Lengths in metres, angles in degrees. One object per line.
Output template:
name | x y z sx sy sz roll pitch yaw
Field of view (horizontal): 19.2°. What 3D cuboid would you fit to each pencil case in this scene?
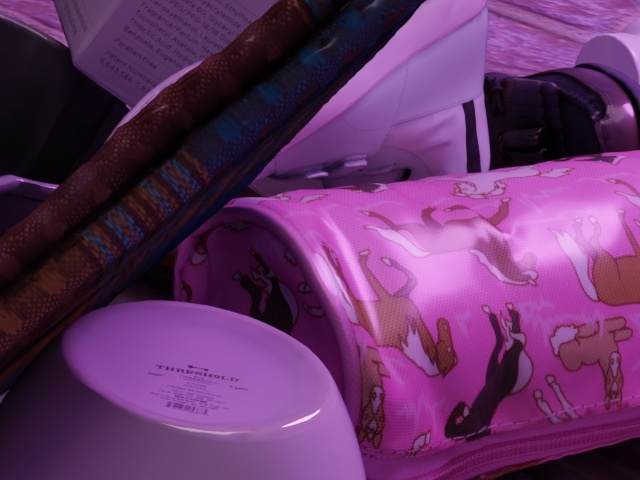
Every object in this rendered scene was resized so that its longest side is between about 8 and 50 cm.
pencil case | 0.108 0.040 0.956 0.386 0.160 0.167 -7 6 -35

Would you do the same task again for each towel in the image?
towel | -0.095 0.011 0.665 0.040 0.271 0.370 49 -10 -2

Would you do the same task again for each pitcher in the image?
pitcher | -0.031 0.133 0.604 0.178 0.207 0.125 10 23 -5

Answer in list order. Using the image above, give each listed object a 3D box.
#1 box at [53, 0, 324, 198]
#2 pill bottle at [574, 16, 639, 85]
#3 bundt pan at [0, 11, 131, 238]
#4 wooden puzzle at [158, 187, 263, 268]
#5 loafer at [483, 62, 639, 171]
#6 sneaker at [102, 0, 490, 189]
box | -0.052 -0.125 1.137 0.182 0.119 0.181 34 10 -21
pill bottle | 0.293 -0.130 1.507 0.184 0.103 0.103 -7 28 -35
bundt pan | -0.260 -0.056 1.010 0.331 0.124 0.331 22 19 -8
wooden puzzle | 0.000 0.000 1.160 0.221 0.044 0.238 18 19 19
loafer | 0.118 -0.059 1.227 0.095 0.109 0.302 -6 7 -16
sneaker | 0.003 -0.035 0.996 0.256 0.151 0.094 -31 36 -31
